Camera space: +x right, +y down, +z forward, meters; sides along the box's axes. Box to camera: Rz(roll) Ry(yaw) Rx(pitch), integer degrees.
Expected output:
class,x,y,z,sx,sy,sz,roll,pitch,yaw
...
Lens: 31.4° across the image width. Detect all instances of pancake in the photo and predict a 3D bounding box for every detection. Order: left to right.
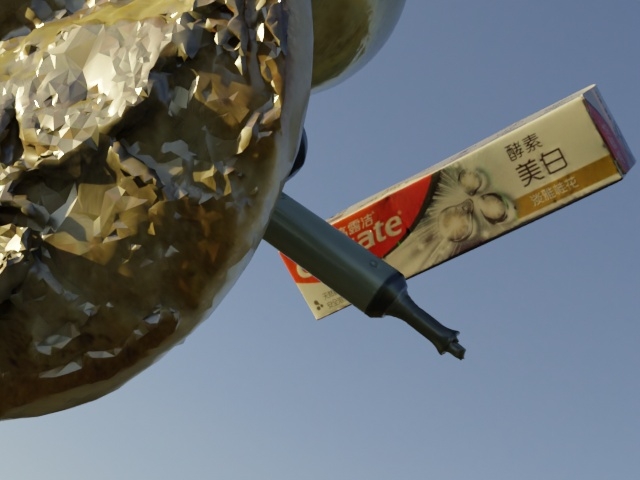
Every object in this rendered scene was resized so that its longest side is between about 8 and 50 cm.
class,x,y,z,sx,sy,sz,roll,pitch,yaw
pancake,-0.187,-0.086,0.554,0.382,0.382,0.071,10,-15,23

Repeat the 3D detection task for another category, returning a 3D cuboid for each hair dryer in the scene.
class,x,y,z,sx,sy,sz,roll,pitch,yaw
hair dryer,0.000,0.000,0.604,0.198,0.100,0.057,38,-45,15

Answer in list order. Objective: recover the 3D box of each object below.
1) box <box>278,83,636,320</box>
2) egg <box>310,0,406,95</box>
class,x,y,z,sx,sy,sz,roll,pitch,yaw
box,0.075,-0.019,0.674,0.218,0.039,0.055,-26,-87,30
egg,-0.061,-0.243,0.890,0.295,0.218,0.218,48,-19,20
